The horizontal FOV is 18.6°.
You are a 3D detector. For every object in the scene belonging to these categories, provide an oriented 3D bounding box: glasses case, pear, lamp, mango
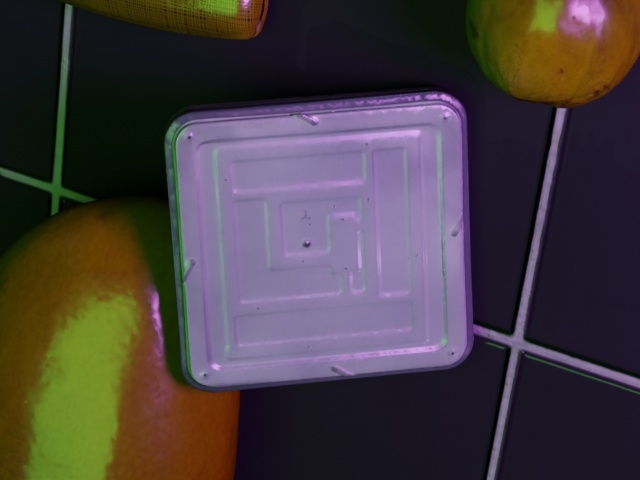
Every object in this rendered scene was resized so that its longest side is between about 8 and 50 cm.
[{"bbox_3d":[-0.157,-0.236,1.794,0.234,0.064,0.079,15,109,22],"label":"glasses case"},{"bbox_3d":[0.193,-0.183,1.585,0.148,0.149,0.162,24,128,17],"label":"pear"},{"bbox_3d":[0.000,0.000,1.747,0.269,0.047,0.267,-5,110,-5],"label":"lamp"},{"bbox_3d":[-0.217,0.163,1.899,0.300,0.232,0.446,21,111,15],"label":"mango"}]
